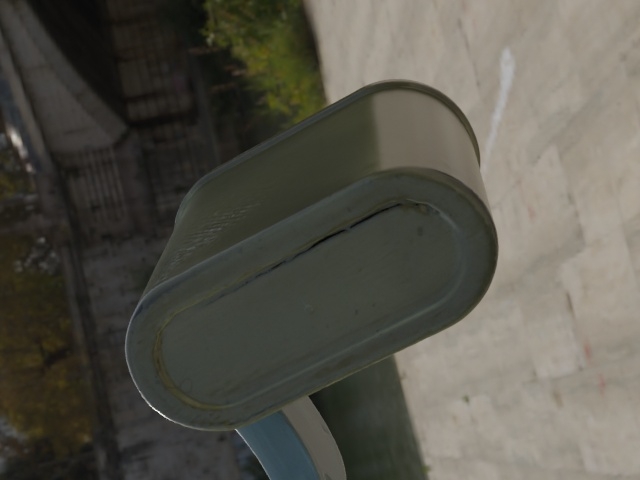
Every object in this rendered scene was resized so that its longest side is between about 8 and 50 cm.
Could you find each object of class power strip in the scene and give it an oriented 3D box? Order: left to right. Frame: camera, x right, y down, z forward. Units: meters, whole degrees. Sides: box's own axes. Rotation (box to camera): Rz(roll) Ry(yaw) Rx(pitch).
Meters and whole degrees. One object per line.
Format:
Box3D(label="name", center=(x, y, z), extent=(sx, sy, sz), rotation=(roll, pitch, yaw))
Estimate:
Box3D(label="power strip", center=(-0.070, 0.152, 1.018), extent=(0.253, 0.054, 0.167), rotation=(49, -168, 7))

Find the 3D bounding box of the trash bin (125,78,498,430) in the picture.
Box3D(label="trash bin", center=(0.000, 0.000, 0.718), extent=(0.121, 0.243, 0.247), rotation=(60, -170, -15))
